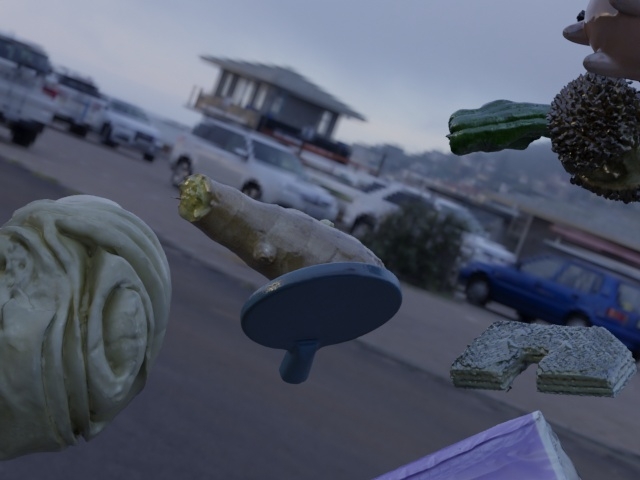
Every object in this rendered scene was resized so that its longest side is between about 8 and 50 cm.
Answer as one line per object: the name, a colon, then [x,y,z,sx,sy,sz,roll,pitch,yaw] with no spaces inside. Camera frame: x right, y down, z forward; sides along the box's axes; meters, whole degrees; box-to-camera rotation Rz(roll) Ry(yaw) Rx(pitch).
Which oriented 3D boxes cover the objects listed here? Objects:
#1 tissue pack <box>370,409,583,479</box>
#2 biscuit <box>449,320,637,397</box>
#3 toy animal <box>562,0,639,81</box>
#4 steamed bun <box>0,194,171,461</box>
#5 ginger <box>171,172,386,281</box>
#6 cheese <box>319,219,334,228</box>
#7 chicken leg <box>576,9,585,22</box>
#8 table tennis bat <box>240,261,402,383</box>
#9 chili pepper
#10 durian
tissue pack: [0.149,0.357,1.298,0.242,0.338,0.160,54,15,-41]
biscuit: [0.308,0.161,1.612,0.250,0.046,0.147,0,23,39]
toy animal: [0.356,-0.276,1.199,0.154,0.250,0.166,-2,42,-18]
steamed bun: [-0.269,0.103,1.294,0.203,0.276,0.289,22,30,11]
ginger: [-0.054,-0.018,1.946,0.375,0.166,0.236,45,33,-15]
cheese: [0.000,0.000,2.192,0.030,0.083,0.044,26,21,25]
chicken leg: [0.413,-0.270,1.634,0.145,0.037,0.062,48,-17,4]
table tennis bat: [-0.007,0.112,1.601,0.215,0.044,0.329,-4,-28,-15]
chili pepper: [0.326,-0.181,1.889,0.253,0.083,0.099,-2,-16,0]
durian: [0.391,-0.145,1.565,0.167,0.196,0.196,-22,-13,20]
